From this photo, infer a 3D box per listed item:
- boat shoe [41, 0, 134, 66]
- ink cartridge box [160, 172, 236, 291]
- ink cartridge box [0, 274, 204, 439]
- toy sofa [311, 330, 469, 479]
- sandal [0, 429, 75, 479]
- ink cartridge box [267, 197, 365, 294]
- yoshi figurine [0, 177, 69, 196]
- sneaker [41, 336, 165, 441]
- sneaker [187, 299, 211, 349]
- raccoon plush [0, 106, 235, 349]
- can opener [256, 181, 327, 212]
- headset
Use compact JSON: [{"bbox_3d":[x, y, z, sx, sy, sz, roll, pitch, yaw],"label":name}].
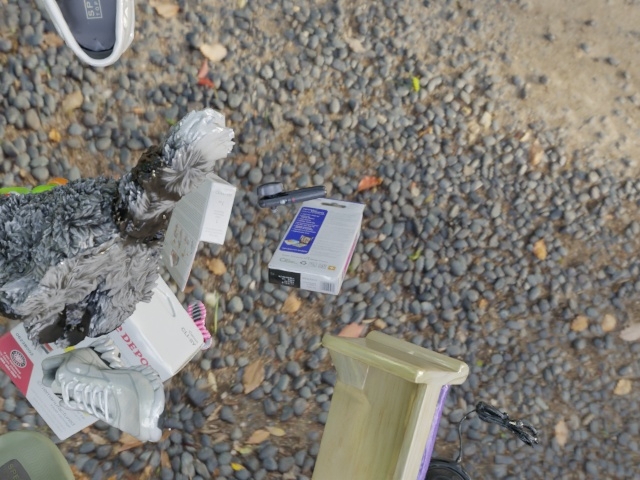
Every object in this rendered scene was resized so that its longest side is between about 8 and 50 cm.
[{"bbox_3d":[-0.200,-0.267,0.496,0.096,0.088,0.267,-9,121,-15],"label":"boat shoe"},{"bbox_3d":[-0.306,-0.037,1.580,0.066,0.296,0.261,12,100,-27],"label":"ink cartridge box"},{"bbox_3d":[-0.500,0.231,1.447,0.384,0.160,0.279,-32,98,23],"label":"ink cartridge box"},{"bbox_3d":[0.069,0.307,0.819,0.177,0.150,0.362,15,89,-47],"label":"toy sofa"},{"bbox_3d":[-0.242,0.261,0.562,0.120,0.086,0.303,-32,44,-33],"label":"sandal"},{"bbox_3d":[0.000,0.000,1.684,0.175,0.069,0.371,9,35,10],"label":"ink cartridge box"},{"bbox_3d":[-0.708,-0.040,1.580,0.203,0.362,0.203,-11,101,16],"label":"yoshi figurine"},{"bbox_3d":[-0.325,0.228,0.965,0.118,0.292,0.110,0,97,-41],"label":"sneaker"},{"bbox_3d":[-0.291,0.202,1.546,0.047,0.057,0.119,-10,82,-13],"label":"sneaker"},{"bbox_3d":[-0.346,-0.061,0.942,0.446,0.216,0.299,-43,63,-5],"label":"raccoon plush"},{"bbox_3d":[-0.074,-0.117,1.704,0.186,0.073,0.059,-4,34,2],"label":"can opener"},{"bbox_3d":[0.254,0.497,1.226,0.185,0.243,0.394,25,82,17],"label":"headset"}]
